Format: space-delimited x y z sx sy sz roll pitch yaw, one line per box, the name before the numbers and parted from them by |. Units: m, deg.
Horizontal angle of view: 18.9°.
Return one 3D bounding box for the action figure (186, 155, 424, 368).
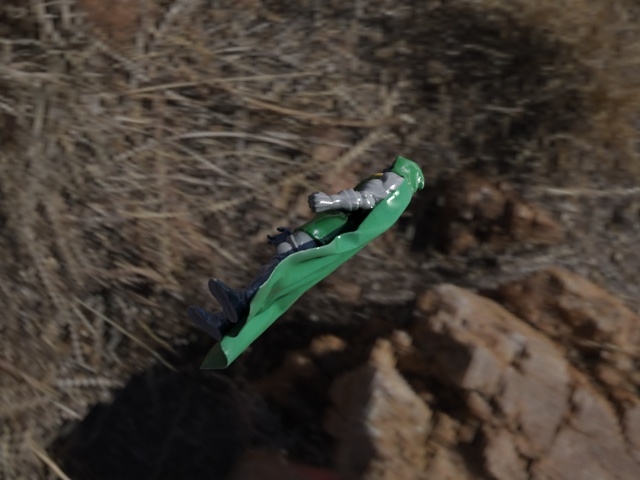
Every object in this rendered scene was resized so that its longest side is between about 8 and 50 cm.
action figure | 0.000 0.000 1.477 0.232 0.137 0.063 -36 85 -36
